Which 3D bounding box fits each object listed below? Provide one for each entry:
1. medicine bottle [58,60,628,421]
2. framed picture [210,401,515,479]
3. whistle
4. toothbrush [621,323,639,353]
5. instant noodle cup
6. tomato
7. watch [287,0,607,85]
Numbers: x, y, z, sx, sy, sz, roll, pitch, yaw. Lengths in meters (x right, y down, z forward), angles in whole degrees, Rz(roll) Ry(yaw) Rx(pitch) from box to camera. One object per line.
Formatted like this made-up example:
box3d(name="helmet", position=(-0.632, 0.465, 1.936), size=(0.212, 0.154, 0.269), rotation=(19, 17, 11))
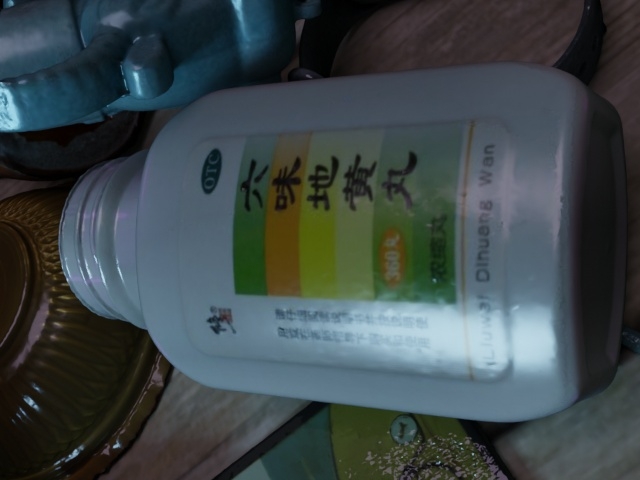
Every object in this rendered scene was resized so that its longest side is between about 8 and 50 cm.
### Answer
box3d(name="medicine bottle", position=(0.000, 0.000, 0.495), size=(0.324, 0.124, 0.179), rotation=(1, 90, 33))
box3d(name="framed picture", position=(-0.013, 0.237, 0.482), size=(0.323, 0.013, 0.244), rotation=(-39, 54, 9))
box3d(name="whistle", position=(-0.131, -0.121, 0.541), size=(0.273, 0.093, 0.186), rotation=(-15, 36, -8))
box3d(name="toothbrush", position=(0.200, 0.074, 0.428), size=(0.167, 0.014, 0.011), rotation=(32, 96, 36))
box3d(name="instant noodle cup", position=(-0.236, 0.060, 0.642), size=(0.273, 0.090, 0.274), rotation=(-12, 64, 25))
box3d(name="tomato", position=(-0.247, -0.157, 0.680), size=(0.155, 0.180, 0.214), rotation=(8, 97, 43))
box3d(name="watch", position=(0.077, -0.138, 0.563), size=(0.206, 0.068, 0.193), rotation=(-15, 61, 22))
